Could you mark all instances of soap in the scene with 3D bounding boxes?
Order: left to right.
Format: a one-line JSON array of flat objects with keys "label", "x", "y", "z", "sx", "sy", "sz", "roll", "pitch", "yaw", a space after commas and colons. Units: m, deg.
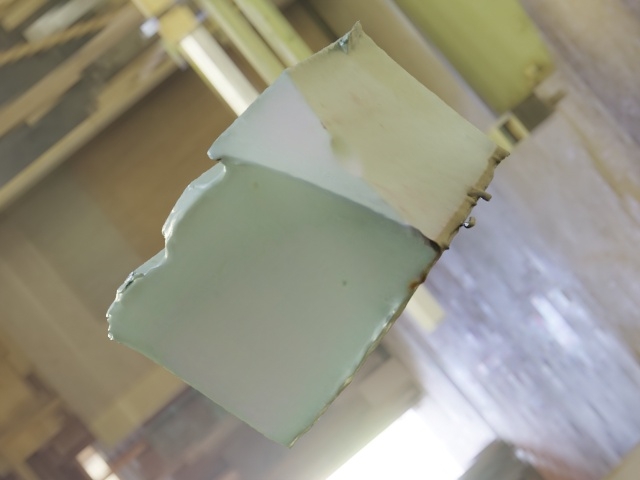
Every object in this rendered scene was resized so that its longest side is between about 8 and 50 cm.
[{"label": "soap", "x": 0.000, "y": 0.000, "z": 0.693, "sx": 0.091, "sy": 0.145, "sz": 0.230, "roll": 35, "pitch": -156, "yaw": 2}]
